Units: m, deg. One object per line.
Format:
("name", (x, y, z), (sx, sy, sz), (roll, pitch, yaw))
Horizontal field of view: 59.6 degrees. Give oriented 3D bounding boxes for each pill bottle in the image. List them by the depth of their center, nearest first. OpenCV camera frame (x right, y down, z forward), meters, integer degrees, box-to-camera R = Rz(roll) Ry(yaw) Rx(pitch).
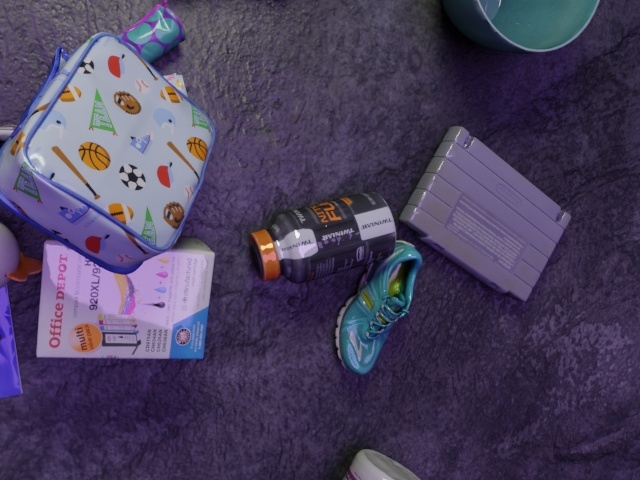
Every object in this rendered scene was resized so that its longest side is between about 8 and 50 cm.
("pill bottle", (0.000, 0.000, 0.994), (0.245, 0.130, 0.130), (-15, 103, -19))
("pill bottle", (0.077, 0.583, 1.089), (0.169, 0.169, 0.302), (31, 86, -22))

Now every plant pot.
("plant pot", (0.332, -0.479, 1.020), (0.290, 0.195, 0.290), (-3, 99, -22))

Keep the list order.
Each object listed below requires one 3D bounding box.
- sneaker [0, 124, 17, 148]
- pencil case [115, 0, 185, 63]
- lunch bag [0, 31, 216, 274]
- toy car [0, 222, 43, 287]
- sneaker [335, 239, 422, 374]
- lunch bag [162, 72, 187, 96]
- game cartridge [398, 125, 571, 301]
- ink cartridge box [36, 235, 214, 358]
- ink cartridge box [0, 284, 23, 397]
("sneaker", (-0.353, -0.085, 0.827), (0.282, 0.161, 0.102), (20, 89, -24))
("pencil case", (-0.289, -0.306, 0.870), (0.151, 0.064, 0.070), (-37, 134, -13))
("lunch bag", (-0.278, -0.126, 0.752), (0.243, 0.115, 0.303), (38, 41, -31))
("toy car", (-0.513, 0.003, 0.773), (0.238, 0.210, 0.219), (23, 101, -40))
("sneaker", (0.112, 0.129, 1.068), (0.107, 0.110, 0.275), (21, 90, -23))
("lunch bag", (-0.250, -0.224, 0.905), (0.071, 0.053, 0.083), (-17, 113, -16))
("game cartridge", (0.347, -0.044, 1.165), (0.355, 0.068, 0.230), (32, 89, -23))
("ink cartridge box", (-0.301, 0.077, 0.865), (0.232, 0.168, 0.171), (5, 96, -21))
("ink cartridge box", (-0.576, 0.163, 0.837), (0.208, 0.045, 0.206), (-8, 100, -22))
